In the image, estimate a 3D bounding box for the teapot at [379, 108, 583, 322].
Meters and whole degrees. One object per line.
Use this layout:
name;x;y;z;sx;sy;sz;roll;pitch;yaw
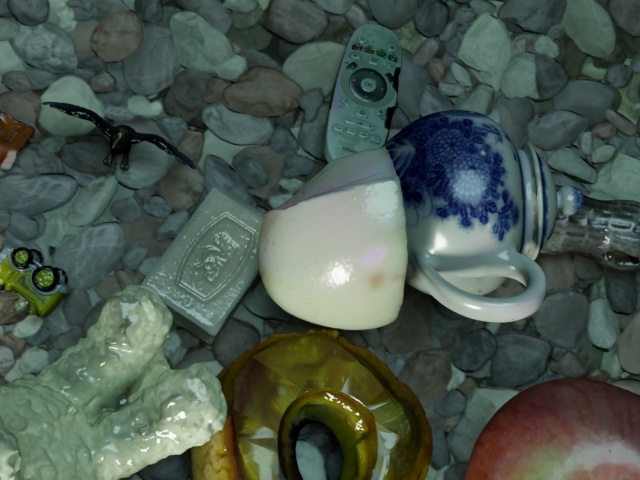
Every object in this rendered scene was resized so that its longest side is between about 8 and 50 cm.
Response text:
teapot;0.212;-0.047;1.799;0.280;0.252;0.424;-2;41;-1

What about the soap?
soap;-0.143;0.033;1.807;0.121;0.064;0.183;33;67;3

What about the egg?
egg;0.005;0.016;1.711;0.162;0.271;0.206;-8;77;-13

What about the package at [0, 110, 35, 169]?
package;-0.450;-0.148;1.824;0.111;0.033;0.077;31;44;-14

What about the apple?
apple;0.345;0.341;1.708;0.345;0.269;0.344;0;87;2

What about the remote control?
remote control;0.062;-0.202;1.943;0.097;0.045;0.256;19;65;-6

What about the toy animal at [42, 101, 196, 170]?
toy animal;-0.268;-0.138;1.818;0.220;0.108;0.062;22;74;-2

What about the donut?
donut;-0.001;0.272;1.703;0.330;0.160;0.330;6;71;-18

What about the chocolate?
chocolate;0.387;-0.018;1.914;0.248;0.110;0.110;14;69;-7

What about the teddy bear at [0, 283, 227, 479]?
teddy bear;-0.341;0.216;1.520;0.375;0.362;0.327;-37;74;6

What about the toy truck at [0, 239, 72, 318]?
toy truck;-0.384;0.051;1.751;0.111;0.076;0.077;37;88;3
